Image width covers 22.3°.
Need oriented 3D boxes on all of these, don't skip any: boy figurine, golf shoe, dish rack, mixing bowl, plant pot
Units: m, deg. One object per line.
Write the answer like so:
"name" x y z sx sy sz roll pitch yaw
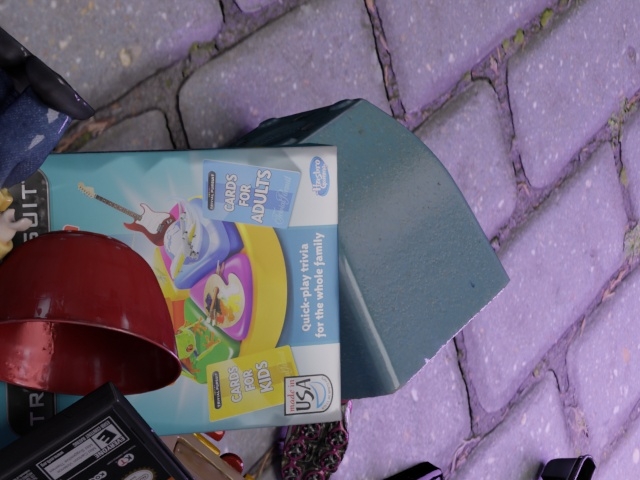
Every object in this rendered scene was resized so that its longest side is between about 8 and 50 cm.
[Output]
"boy figurine" -0.317 -0.040 1.300 0.285 0.177 0.092 -47 160 -2
"golf shoe" 0.003 0.192 1.817 0.086 0.067 0.186 -119 -132 -79
"dish rack" 0.358 0.455 2.312 0.208 0.074 0.271 -59 135 -32
"mixing bowl" -0.198 0.053 1.314 0.181 0.181 0.098 32 53 -50
"plant pot" 0.000 0.000 1.677 0.248 0.247 0.252 -38 110 -46

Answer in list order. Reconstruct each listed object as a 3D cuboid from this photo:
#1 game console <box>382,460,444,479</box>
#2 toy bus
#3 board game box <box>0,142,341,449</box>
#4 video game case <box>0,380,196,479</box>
"game console" 0.057 0.402 1.929 0.361 0.044 0.213 -11 100 -53
"toy bus" -0.158 0.230 1.570 0.104 0.202 0.191 -45 145 19
"board game box" -0.151 0.045 1.447 0.336 0.079 0.254 -3 95 -19
"video game case" -0.229 0.275 1.398 0.275 0.035 0.248 -33 128 1
